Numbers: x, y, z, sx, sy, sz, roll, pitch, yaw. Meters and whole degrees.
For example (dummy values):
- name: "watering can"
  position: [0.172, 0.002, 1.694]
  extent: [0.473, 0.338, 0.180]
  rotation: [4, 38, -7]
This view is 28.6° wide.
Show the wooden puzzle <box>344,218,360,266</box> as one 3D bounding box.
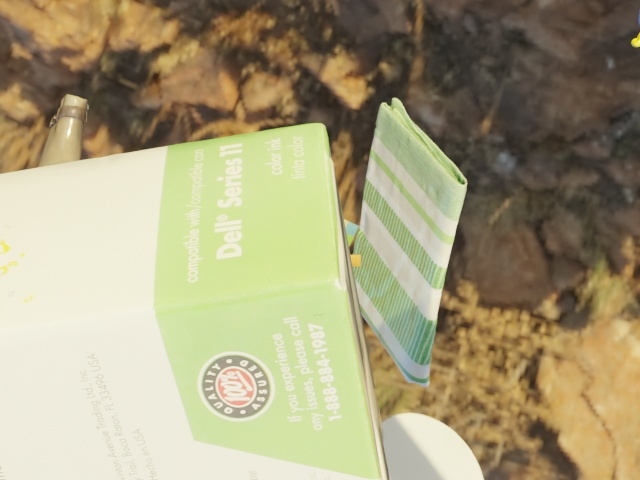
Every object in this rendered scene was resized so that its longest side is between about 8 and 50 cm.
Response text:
- name: "wooden puzzle"
  position: [0.000, 0.000, 1.025]
  extent: [0.083, 0.049, 0.006]
  rotation: [25, -175, -19]

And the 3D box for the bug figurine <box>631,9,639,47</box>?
- name: "bug figurine"
  position: [0.412, -0.212, 1.223]
  extent: [0.279, 0.216, 0.072]
  rotation: [40, 168, -33]

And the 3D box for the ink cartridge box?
- name: "ink cartridge box"
  position: [-0.153, 0.085, 0.554]
  extent: [0.353, 0.119, 0.207]
  rotation: [-9, 127, 3]

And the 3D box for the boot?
- name: "boot"
  position: [-0.250, -0.100, 1.231]
  extent: [0.042, 0.087, 0.118]
  rotation: [15, -172, -20]

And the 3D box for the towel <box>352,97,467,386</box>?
- name: "towel"
  position: [0.113, 0.004, 1.679]
  extent: [0.038, 0.248, 0.325]
  rotation: [-5, 124, -21]

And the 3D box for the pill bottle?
- name: "pill bottle"
  position: [0.048, 0.379, 1.635]
  extent: [0.210, 0.210, 0.363]
  rotation: [24, 137, -15]
